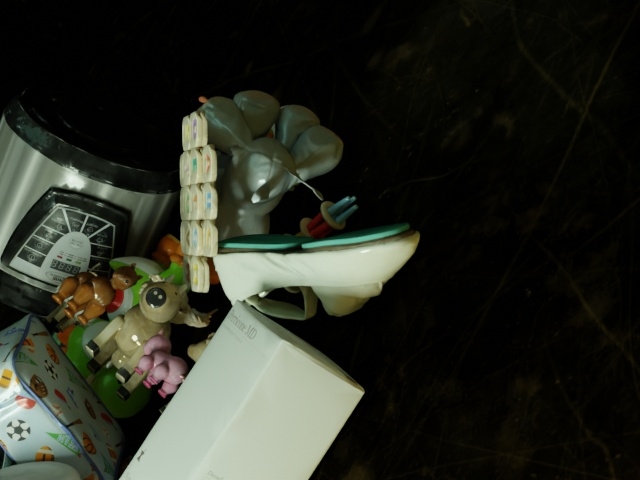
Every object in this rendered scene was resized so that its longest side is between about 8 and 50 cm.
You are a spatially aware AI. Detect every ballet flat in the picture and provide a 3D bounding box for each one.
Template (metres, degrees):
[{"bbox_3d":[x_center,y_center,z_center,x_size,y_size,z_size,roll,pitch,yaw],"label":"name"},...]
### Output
[{"bbox_3d":[-0.003,0.049,1.653,0.400,0.139,0.139,-4,56,46],"label":"ballet flat"}]

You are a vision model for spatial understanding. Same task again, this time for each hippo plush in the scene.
[{"bbox_3d":[-0.097,-0.085,1.922,0.294,0.234,0.236,58,139,37],"label":"hippo plush"}]

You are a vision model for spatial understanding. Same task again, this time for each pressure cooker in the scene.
[{"bbox_3d":[-0.482,-0.038,2.188,0.370,0.375,0.420,37,111,24],"label":"pressure cooker"}]

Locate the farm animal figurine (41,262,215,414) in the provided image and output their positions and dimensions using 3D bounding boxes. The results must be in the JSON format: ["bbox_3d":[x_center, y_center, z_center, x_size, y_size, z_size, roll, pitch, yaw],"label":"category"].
[{"bbox_3d":[-0.262,0.155,1.814,0.172,0.330,0.327,-45,8,-24],"label":"farm animal figurine"}]

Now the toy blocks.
[{"bbox_3d":[0.000,0.000,1.785,0.148,0.054,0.123,-38,31,32],"label":"toy blocks"}]

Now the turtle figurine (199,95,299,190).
[{"bbox_3d":[-0.145,-0.131,2.079,0.269,0.087,0.217,32,102,21],"label":"turtle figurine"}]

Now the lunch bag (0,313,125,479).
[{"bbox_3d":[-0.430,0.278,1.827,0.115,0.303,0.243,-29,19,5],"label":"lunch bag"}]

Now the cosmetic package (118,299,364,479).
[{"bbox_3d":[-0.131,0.297,1.563,0.385,0.156,0.217,-59,25,-3],"label":"cosmetic package"}]

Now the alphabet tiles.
[{"bbox_3d":[-0.202,-0.061,1.824,0.278,0.021,0.284,-175,85,-73],"label":"alphabet tiles"}]

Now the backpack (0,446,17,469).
[{"bbox_3d":[-0.570,0.509,2.021,0.225,0.191,0.253,-52,20,15],"label":"backpack"}]

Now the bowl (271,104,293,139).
[{"bbox_3d":[-0.096,-0.192,2.159,0.142,0.053,0.142,-13,50,52],"label":"bowl"}]

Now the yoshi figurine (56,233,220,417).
[{"bbox_3d":[-0.316,0.172,2.054,0.203,0.203,0.362,33,72,24],"label":"yoshi figurine"}]

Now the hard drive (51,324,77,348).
[{"bbox_3d":[-0.515,0.298,2.305,0.237,0.064,0.339,-60,27,-6],"label":"hard drive"}]

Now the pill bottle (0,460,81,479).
[{"bbox_3d":[-0.414,0.477,1.660,0.162,0.162,0.278,13,110,62],"label":"pill bottle"}]

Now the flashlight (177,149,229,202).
[{"bbox_3d":[-0.272,-0.120,2.332,0.304,0.103,0.103,-9,29,50],"label":"flashlight"}]

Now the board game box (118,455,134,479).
[{"bbox_3d":[-0.280,0.398,1.807,0.194,0.060,0.194,-52,27,8],"label":"board game box"}]

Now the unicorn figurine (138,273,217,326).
[{"bbox_3d":[-0.245,0.111,1.934,0.162,0.111,0.060,81,-156,-73],"label":"unicorn figurine"}]
